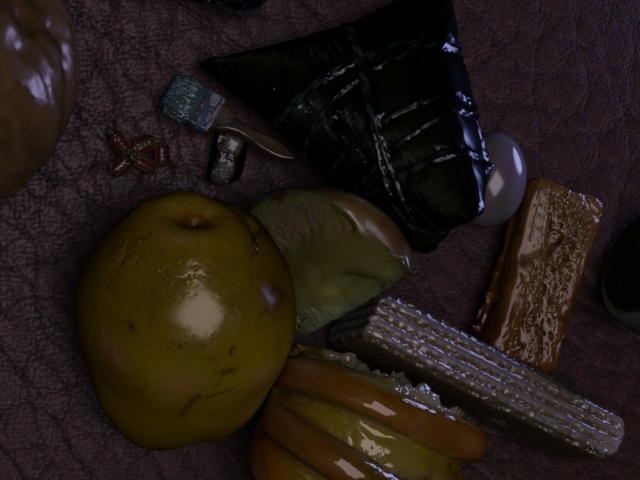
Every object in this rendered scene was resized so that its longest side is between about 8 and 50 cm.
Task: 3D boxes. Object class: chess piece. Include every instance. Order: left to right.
[{"bbox_3d":[0.579,0.086,2.112,0.299,0.194,0.194,25,85,-27],"label":"chess piece"}]

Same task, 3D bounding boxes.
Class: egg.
[{"bbox_3d":[0.236,-0.085,2.015,0.103,0.103,0.135,13,86,-19],"label":"egg"}]

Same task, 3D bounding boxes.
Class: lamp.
[{"bbox_3d":[-0.238,-0.115,1.892,0.083,0.031,0.063,-3,96,-22],"label":"lamp"}]

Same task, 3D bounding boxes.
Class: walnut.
[{"bbox_3d":[-0.462,-0.201,1.647,0.384,0.383,0.383,-1,93,-19],"label":"walnut"}]

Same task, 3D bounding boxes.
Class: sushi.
[{"bbox_3d":[-0.121,-0.114,1.923,0.046,0.044,0.083,12,88,-17],"label":"sushi"}]

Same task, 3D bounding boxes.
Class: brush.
[{"bbox_3d":[-0.116,-0.152,1.908,0.196,0.021,0.070,30,60,-6],"label":"brush"}]

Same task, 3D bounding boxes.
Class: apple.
[{"bbox_3d":[0.000,0.000,1.884,0.193,0.265,0.120,47,48,-7],"label":"apple"}]

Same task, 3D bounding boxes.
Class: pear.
[{"bbox_3d":[-0.176,0.104,1.822,0.285,0.336,0.285,18,43,-17],"label":"pear"}]

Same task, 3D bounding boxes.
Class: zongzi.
[{"bbox_3d":[0.038,-0.157,1.898,0.362,0.319,0.383,-10,78,-10],"label":"zongzi"}]

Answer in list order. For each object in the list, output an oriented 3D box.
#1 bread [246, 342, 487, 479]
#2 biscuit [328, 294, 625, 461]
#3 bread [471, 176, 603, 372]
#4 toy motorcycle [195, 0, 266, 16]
[{"bbox_3d":[0.066,0.286,1.869,0.316,0.211,0.270,29,71,-22],"label":"bread"},{"bbox_3d":[0.219,0.198,2.007,0.426,0.144,0.078,28,70,-16],"label":"biscuit"},{"bbox_3d":[0.305,0.049,2.061,0.139,0.077,0.270,17,86,-15],"label":"bread"},{"bbox_3d":[-0.190,-0.382,1.856,0.270,0.106,0.159,12,85,-8],"label":"toy motorcycle"}]
